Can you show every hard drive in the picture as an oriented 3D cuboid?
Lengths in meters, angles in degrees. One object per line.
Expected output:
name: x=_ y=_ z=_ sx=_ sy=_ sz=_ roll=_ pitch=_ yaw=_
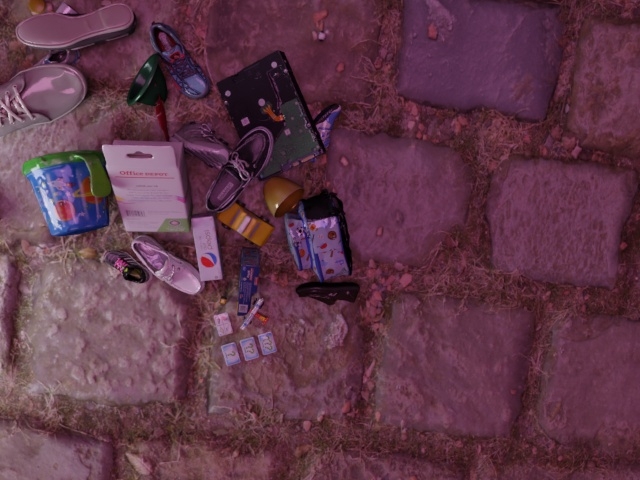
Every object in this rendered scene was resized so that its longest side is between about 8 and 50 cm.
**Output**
hard drive: x=-0.153 y=-0.384 z=1.680 sx=0.237 sy=0.064 sz=0.339 roll=-22 pitch=95 yaw=19

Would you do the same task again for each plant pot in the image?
plant pot: x=-0.132 y=-0.152 z=1.739 sx=0.134 sy=0.134 sz=0.095 roll=-46 pitch=77 yaw=3

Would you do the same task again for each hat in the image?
hat: x=-0.486 y=-0.449 z=1.683 sx=0.183 sy=0.173 sz=0.208 roll=28 pitch=129 yaw=-35

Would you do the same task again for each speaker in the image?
speaker: x=-0.797 y=-0.655 z=1.633 sx=0.055 sy=0.055 sz=0.136 roll=36 pitch=95 yaw=-9

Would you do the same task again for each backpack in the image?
backpack: x=0.000 y=0.000 z=1.705 sx=0.213 sy=0.276 sz=0.263 roll=-20 pitch=107 yaw=4

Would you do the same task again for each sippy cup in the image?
sippy cup: x=-0.744 y=-0.134 z=1.614 sx=0.240 sy=0.305 sz=0.224 roll=-12 pitch=91 yaw=-15

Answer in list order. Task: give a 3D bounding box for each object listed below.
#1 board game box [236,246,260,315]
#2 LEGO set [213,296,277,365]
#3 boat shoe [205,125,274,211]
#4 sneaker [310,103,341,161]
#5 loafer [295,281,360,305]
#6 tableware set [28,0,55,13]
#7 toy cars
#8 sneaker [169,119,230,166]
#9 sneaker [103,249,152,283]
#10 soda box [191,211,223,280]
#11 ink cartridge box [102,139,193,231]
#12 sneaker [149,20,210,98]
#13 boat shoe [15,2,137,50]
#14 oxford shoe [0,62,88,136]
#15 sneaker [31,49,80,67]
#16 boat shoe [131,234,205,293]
board game box: x=-0.234 y=0.113 z=1.750 sx=0.060 sy=0.194 sz=0.194 roll=6 pitch=119 yaw=-8
LEGO set: x=-0.263 y=0.297 z=1.827 sx=0.182 sy=0.060 sz=0.244 roll=-15 pitch=99 yaw=-6
boat shoe: x=-0.253 y=-0.217 z=1.636 sx=0.113 sy=0.105 sz=0.306 roll=41 pitch=97 yaw=-3
sneaker: x=0.002 y=-0.350 z=1.740 sx=0.081 sy=0.080 sz=0.211 roll=36 pitch=104 yaw=-15
loafer: x=0.025 y=0.186 z=1.817 sx=0.220 sy=0.080 sz=0.078 roll=1 pitch=98 yaw=-5
tableware set: x=-0.844 y=-0.754 z=1.633 sx=0.104 sy=0.024 sz=0.154 roll=-14 pitch=99 yaw=-6
toy cars: x=-0.273 y=-0.156 z=1.737 sx=0.176 sy=0.087 sz=0.393 roll=-16 pitch=100 yaw=-2
sneaker: x=-0.360 y=-0.311 z=1.630 sx=0.115 sy=0.281 sz=0.105 roll=-58 pitch=139 yaw=-6
sneaker: x=-0.633 y=0.088 z=1.753 sx=0.170 sy=0.075 sz=0.063 roll=34 pitch=95 yaw=-9
soda box: x=-0.368 y=0.020 z=1.755 sx=0.074 sy=0.069 sz=0.216 roll=-6 pitch=106 yaw=-4
ink cartridge box: x=-0.504 y=-0.182 z=1.600 sx=0.207 sy=0.119 sz=0.353 roll=1 pitch=140 yaw=-5
sneaker: x=-0.442 y=-0.547 z=1.643 sx=0.104 sy=0.125 sz=0.262 roll=-37 pitch=100 yaw=2
boat shoe: x=-0.715 y=-0.622 z=1.599 sx=0.335 sy=0.095 sz=0.112 roll=-16 pitch=88 yaw=-11
oxford shoe: x=-0.916 y=-0.402 z=1.607 sx=0.449 sy=0.130 sz=0.169 roll=-18 pitch=123 yaw=1
sneaker: x=-0.831 y=-0.535 z=1.637 sx=0.191 sy=0.083 sz=0.071 roll=-37 pitch=101 yaw=3
boat shoe: x=-0.504 y=0.091 z=1.753 sx=0.277 sy=0.096 sz=0.098 roll=37 pitch=94 yaw=-9
